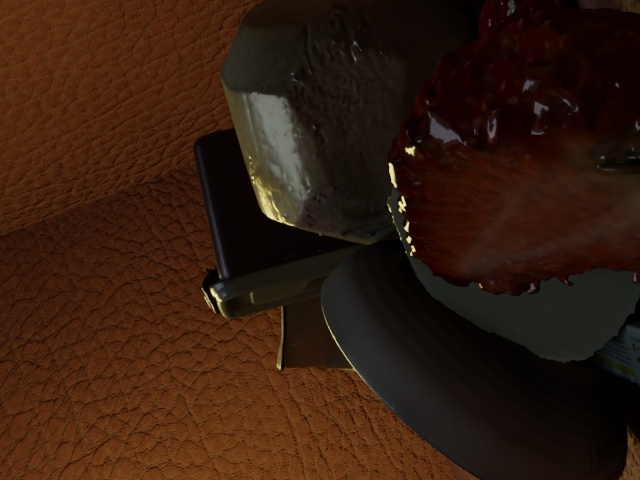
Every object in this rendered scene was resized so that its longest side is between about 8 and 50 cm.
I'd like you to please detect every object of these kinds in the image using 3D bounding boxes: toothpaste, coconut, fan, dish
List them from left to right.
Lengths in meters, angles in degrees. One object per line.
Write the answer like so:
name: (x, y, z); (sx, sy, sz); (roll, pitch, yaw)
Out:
coconut: (0.035, -0.103, 0.922); (0.241, 0.241, 0.241); (159, 90, -88)
fan: (0.112, -0.052, 0.649); (0.182, 0.010, 0.310); (24, 138, 30)
dish: (0.148, 0.065, 0.852); (0.273, 0.134, 0.273); (32, -163, -11)
toothpaste: (0.205, 0.066, 0.700); (0.164, 0.034, 0.046); (-153, 43, -87)

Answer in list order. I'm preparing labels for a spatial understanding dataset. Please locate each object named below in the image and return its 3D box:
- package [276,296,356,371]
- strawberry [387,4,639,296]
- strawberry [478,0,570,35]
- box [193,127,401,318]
package: (0.033, 0.001, 1.308); (0.221, 0.165, 0.311); (86, -174, -84)
strawberry: (0.118, -0.053, 0.556); (0.175, 0.106, 0.236); (31, 158, -33)
strawberry: (0.134, -0.084, 0.690); (0.146, 0.082, 0.187); (-138, 29, -66)
box: (0.010, -0.040, 1.115); (0.193, 0.294, 0.167); (110, 145, -81)
